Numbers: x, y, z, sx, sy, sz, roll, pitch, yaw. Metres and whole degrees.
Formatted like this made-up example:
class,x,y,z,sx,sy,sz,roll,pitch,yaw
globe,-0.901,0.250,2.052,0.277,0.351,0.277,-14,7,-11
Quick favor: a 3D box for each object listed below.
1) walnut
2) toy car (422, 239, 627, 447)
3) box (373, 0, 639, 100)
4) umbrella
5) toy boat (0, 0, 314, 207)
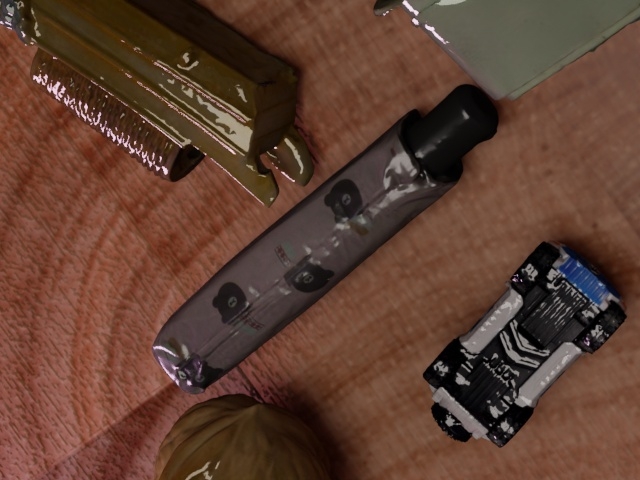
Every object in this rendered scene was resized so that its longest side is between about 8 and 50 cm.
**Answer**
class,x,y,z,sx,sy,sz,roll,pitch,yaw
walnut,-0.061,0.205,1.297,0.155,0.155,0.184,19,111,17
toy car,0.142,0.078,1.212,0.080,0.070,0.171,42,116,6
box,0.142,-0.229,0.997,0.220,0.290,0.166,-33,106,27
umbrella,0.000,0.000,1.248,0.067,0.073,0.337,41,118,-16
toy boat,-0.140,-0.129,1.256,0.310,0.089,0.115,32,119,10
